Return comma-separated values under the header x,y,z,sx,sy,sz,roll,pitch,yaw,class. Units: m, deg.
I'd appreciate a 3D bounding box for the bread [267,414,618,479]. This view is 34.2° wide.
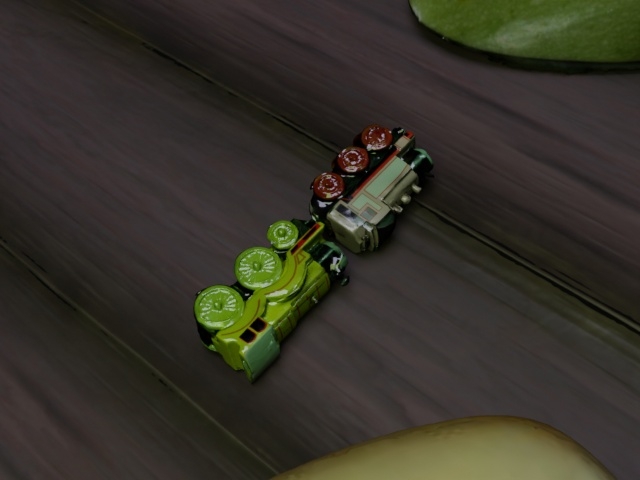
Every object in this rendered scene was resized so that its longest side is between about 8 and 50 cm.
x,y,z,sx,sy,sz,roll,pitch,yaw,class
0.042,0.281,0.460,0.376,0.253,0.348,-26,55,-5,bread

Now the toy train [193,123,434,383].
x,y,z,sx,sy,sz,roll,pitch,yaw,class
0.000,0.000,0.830,0.085,0.053,0.250,32,65,24,toy train

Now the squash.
x,y,z,sx,sy,sz,roll,pitch,yaw,class
0.246,-0.251,0.960,0.309,0.210,0.234,-23,45,34,squash
